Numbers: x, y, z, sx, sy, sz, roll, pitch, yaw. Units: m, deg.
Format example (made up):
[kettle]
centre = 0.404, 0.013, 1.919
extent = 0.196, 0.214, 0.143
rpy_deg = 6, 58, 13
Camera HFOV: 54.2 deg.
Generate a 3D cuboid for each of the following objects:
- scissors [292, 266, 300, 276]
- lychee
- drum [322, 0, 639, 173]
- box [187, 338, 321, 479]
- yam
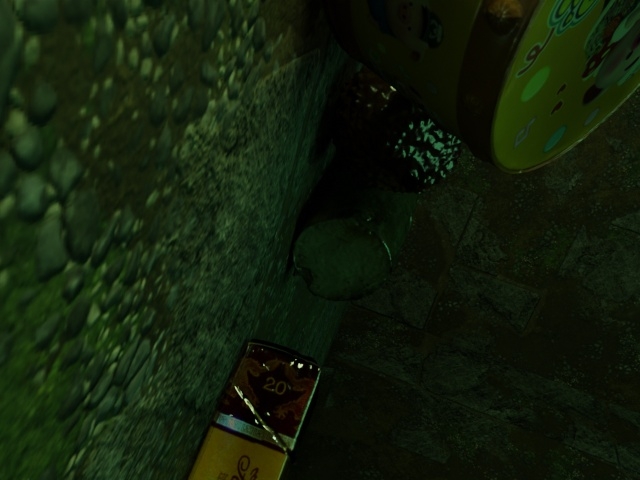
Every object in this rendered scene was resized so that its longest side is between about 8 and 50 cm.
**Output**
[scissors]
centre = -0.001, 0.000, 1.144
extent = 0.360, 0.029, 0.191
rpy_deg = -48, 153, -68
[lychee]
centre = 0.108, -0.153, 0.878
extent = 0.200, 0.200, 0.238
rpy_deg = 102, -11, -49
[drum]
centre = 0.222, -0.285, 0.571
extent = 0.431, 0.214, 0.431
rpy_deg = -35, 154, -19
[box]
centre = -0.121, 0.367, 0.877
extent = 0.264, 0.115, 0.416
rpy_deg = 92, 20, -66
[yam]
centre = 0.070, -0.044, 1.043
extent = 0.304, 0.168, 0.168
rpy_deg = -61, 169, -50
